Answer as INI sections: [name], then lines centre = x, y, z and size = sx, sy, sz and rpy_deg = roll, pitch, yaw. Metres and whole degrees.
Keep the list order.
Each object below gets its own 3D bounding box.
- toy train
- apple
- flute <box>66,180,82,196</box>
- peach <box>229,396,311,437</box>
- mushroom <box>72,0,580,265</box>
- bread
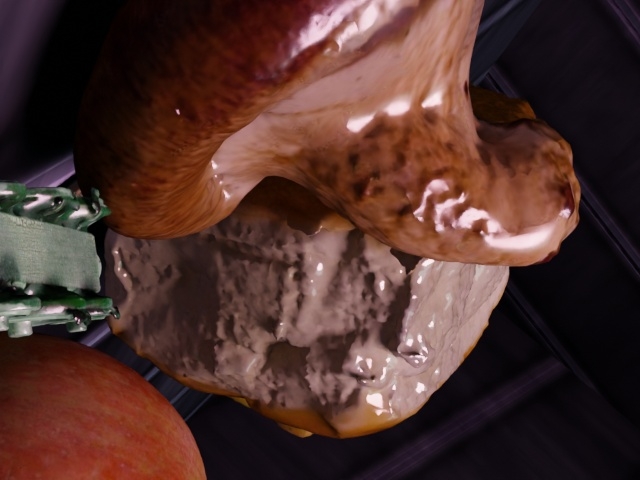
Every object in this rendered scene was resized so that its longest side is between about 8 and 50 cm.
[toy train]
centre = -0.157, 0.010, 0.606
size = 0.105, 0.071, 0.178
rpy_deg = -6, 175, 8
[apple]
centre = -0.159, 0.141, 0.694
size = 0.188, 0.174, 0.188
rpy_deg = -36, -143, 34
[flute]
centre = -0.097, -0.074, 0.877
size = 0.233, 0.027, 0.027
rpy_deg = -45, 174, -41
[peach]
centre = 0.038, -0.019, 1.322
size = 0.380, 0.242, 0.306
rpy_deg = -28, 141, -41
[mushroom]
centre = 0.004, -0.098, 0.690
size = 0.267, 0.255, 0.267
rpy_deg = -44, 146, -41
[bread]
centre = 0.000, 0.000, 0.969
size = 0.250, 0.279, 0.225
rpy_deg = -41, 142, -47
